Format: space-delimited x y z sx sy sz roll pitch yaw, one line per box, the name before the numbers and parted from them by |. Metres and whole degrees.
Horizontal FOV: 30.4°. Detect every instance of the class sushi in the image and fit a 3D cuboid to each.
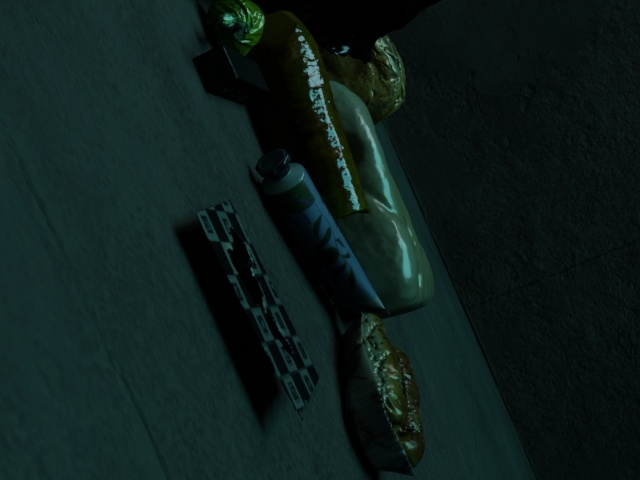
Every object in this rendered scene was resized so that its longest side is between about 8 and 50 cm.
sushi | 0.057 -0.440 1.705 0.281 0.294 0.299 22 43 -44
sushi | -0.064 0.064 1.061 0.201 0.031 0.139 64 10 -2

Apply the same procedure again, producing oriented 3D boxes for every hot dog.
hot dog | 0.078 0.186 1.442 0.144 0.075 0.268 60 9 -26

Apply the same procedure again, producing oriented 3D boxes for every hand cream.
hand cream | 0.000 0.000 1.464 0.058 0.091 0.271 -56 133 -31

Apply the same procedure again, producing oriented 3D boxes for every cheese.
cheese | 0.064 -0.038 1.748 0.328 0.129 0.351 50 20 -73

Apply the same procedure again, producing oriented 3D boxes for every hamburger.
hamburger | 0.035 -0.275 1.928 0.108 0.213 0.214 27 41 -76

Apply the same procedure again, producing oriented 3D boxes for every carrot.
carrot | -0.025 -0.156 1.566 0.114 0.114 0.302 33 37 -74

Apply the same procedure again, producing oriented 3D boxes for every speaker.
speaker | -0.105 -0.200 1.430 0.191 0.040 0.046 -14 80 -80

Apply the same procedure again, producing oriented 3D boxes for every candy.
candy | -0.103 -0.257 1.423 0.077 0.073 0.262 43 7 -13

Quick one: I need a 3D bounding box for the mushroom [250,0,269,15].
mushroom | -0.101 -0.388 1.798 0.092 0.081 0.223 106 -28 -63
